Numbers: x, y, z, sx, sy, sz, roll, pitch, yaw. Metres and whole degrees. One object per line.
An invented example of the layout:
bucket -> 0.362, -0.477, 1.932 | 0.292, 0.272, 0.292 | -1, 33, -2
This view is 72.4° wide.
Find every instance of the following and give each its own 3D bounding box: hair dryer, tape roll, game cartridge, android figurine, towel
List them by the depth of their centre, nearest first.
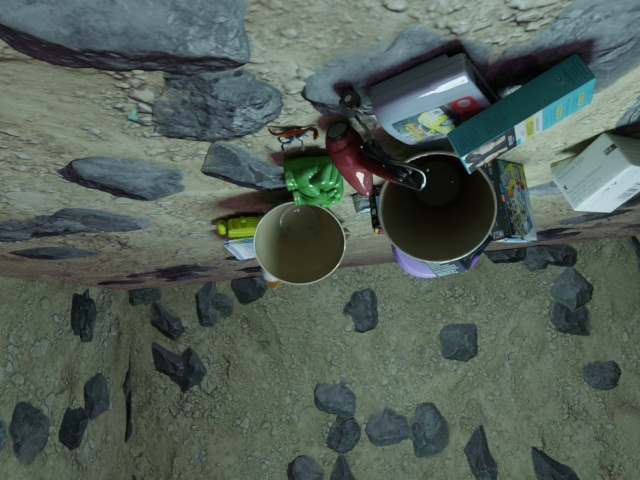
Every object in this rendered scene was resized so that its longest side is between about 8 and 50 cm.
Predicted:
game cartridge -> 0.229, -0.250, 0.847 | 0.196, 0.060, 0.294 | -8, 170, 36
hair dryer -> 0.091, -0.151, 0.886 | 0.080, 0.223, 0.293 | -36, 174, -5
android figurine -> -0.262, -0.051, 1.633 | 0.248, 0.056, 0.273 | -3, 171, -11
tape roll -> 0.421, 0.006, 1.716 | 0.275, 0.275, 0.090 | -6, 168, 0
towel -> -0.228, 0.030, 1.785 | 0.285, 0.034, 0.209 | -6, 159, 6

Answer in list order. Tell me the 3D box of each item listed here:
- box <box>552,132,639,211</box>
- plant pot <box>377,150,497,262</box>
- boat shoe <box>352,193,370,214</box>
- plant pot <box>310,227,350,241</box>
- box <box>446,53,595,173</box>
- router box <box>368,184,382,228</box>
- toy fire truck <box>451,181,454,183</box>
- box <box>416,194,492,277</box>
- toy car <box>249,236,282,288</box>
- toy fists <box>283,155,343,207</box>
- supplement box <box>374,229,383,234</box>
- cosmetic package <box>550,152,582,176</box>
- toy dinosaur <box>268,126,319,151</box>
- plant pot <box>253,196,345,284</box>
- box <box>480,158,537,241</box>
box -> 0.776, -0.178, 1.181 | 0.182, 0.119, 0.181 | 0, 144, -28
plant pot -> 0.288, -0.112, 1.091 | 0.256, 0.256, 0.274 | -9, -164, 18
boat shoe -> 0.210, -0.113, 1.489 | 0.227, 0.081, 0.079 | 0, 168, -27
plant pot -> 0.000, 0.000, 1.798 | 0.237, 0.110, 0.237 | -32, 165, -10
box -> 0.364, -0.225, 0.805 | 0.244, 0.060, 0.100 | -31, 158, 19
router box -> 0.243, -0.105, 1.405 | 0.179, 0.133, 0.046 | -1, 169, -28
toy fire truck -> 0.468, -0.127, 1.454 | 0.217, 0.158, 0.246 | -7, 180, 10
box -> 0.361, -0.043, 1.336 | 0.165, 0.270, 0.143 | -43, -173, -25
toy car -> -0.198, 0.099, 1.984 | 0.210, 0.238, 0.219 | -11, 169, 28
toy fists -> -0.009, -0.148, 1.149 | 0.142, 0.096, 0.279 | -7, 168, 3
supplement box -> 0.286, -0.088, 1.604 | 0.188, 0.104, 0.081 | -7, 169, 4
cosmetic package -> 0.753, -0.223, 1.296 | 0.060, 0.041, 0.115 | 1, 168, -33
toy dinosaur -> -0.048, -0.217, 0.909 | 0.082, 0.047, 0.090 | -29, 152, 17
plant pot -> -0.067, -0.026, 1.428 | 0.284, 0.284, 0.191 | -6, -155, 1
box -> 0.541, -0.111, 1.257 | 0.159, 0.233, 0.044 | 2, 167, -34
